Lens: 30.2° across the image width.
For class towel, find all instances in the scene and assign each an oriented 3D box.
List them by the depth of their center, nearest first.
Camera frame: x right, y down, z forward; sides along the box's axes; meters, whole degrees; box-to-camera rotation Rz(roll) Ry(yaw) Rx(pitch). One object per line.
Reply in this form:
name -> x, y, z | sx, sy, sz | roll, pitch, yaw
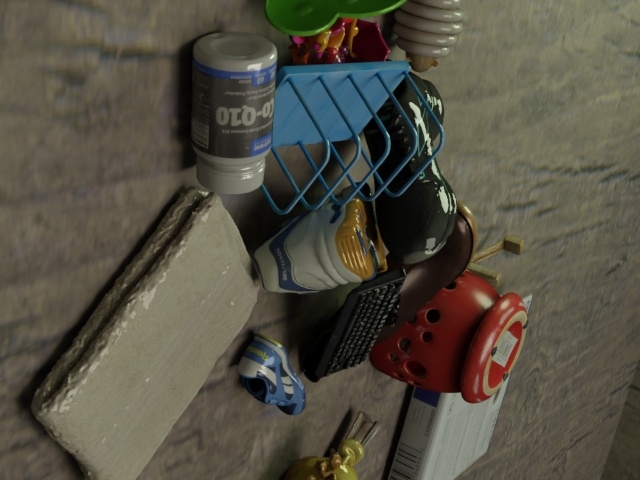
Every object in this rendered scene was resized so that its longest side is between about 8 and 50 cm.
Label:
towel -> -0.162, 0.097, 1.157 | 0.282, 0.049, 0.187 | -55, 149, -25

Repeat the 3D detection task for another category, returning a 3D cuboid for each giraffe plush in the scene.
giraffe plush -> 0.010, 0.358, 1.569 | 0.170, 0.210, 0.181 | 60, 39, -25

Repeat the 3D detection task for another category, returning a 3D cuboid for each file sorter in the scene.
file sorter -> 0.021, -0.101, 1.190 | 0.170, 0.104, 0.118 | -11, 153, -41

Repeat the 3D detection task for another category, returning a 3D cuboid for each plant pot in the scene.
plant pot -> 0.189, 0.134, 1.706 | 0.191, 0.174, 0.191 | -41, 145, -39

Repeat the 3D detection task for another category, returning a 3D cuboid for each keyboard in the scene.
keyboard -> 0.058, 0.098, 1.407 | 0.108, 0.023, 0.180 | -23, 152, -31

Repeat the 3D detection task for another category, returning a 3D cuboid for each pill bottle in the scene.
pill bottle -> -0.082, -0.118, 1.107 | 0.078, 0.078, 0.137 | -36, 139, -47

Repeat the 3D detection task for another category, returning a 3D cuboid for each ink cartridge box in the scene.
ink cartridge box -> 0.236, 0.255, 2.004 | 0.330, 0.071, 0.324 | -18, 124, -61

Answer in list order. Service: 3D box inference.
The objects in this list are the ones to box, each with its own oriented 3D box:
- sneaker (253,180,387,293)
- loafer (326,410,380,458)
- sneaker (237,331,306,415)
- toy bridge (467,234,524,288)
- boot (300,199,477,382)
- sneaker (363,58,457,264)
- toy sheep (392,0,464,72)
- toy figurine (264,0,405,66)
sneaker -> 0.000, 0.000, 1.345 | 0.296, 0.131, 0.112 | -7, 82, -81
loafer -> 0.033, 0.299, 1.694 | 0.125, 0.039, 0.045 | -49, 179, -7
sneaker -> -0.061, 0.169, 1.399 | 0.059, 0.053, 0.144 | -55, 142, -26
toy bridge -> 0.256, 0.055, 1.888 | 0.188, 0.063, 0.026 | -49, 148, -35
boot -> 0.086, 0.069, 1.485 | 0.207, 0.090, 0.248 | -38, 166, -39
sneaker -> 0.085, -0.095, 1.346 | 0.106, 0.101, 0.267 | 42, 35, -44
toy sheep -> 0.127, -0.260, 1.385 | 0.091, 0.091, 0.132 | -24, 127, -54
toy figurine -> 0.017, -0.206, 1.204 | 0.173, 0.130, 0.159 | -42, 155, -26
